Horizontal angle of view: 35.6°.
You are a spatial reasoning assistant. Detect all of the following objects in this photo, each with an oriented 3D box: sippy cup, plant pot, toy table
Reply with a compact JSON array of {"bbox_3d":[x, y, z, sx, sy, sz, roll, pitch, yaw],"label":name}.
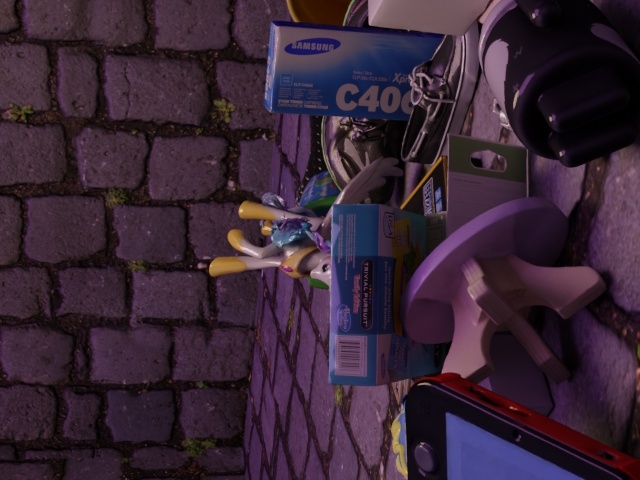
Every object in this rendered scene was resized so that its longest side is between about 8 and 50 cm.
[{"bbox_3d":[0.038,-0.050,2.365,0.305,0.240,0.224,-33,28,21],"label":"sippy cup"},{"bbox_3d":[0.059,-0.599,2.306,0.239,0.254,0.254,-78,-2,-62],"label":"plant pot"},{"bbox_3d":[0.248,0.082,1.362,0.274,0.252,0.161,-48,39,17],"label":"toy table"}]

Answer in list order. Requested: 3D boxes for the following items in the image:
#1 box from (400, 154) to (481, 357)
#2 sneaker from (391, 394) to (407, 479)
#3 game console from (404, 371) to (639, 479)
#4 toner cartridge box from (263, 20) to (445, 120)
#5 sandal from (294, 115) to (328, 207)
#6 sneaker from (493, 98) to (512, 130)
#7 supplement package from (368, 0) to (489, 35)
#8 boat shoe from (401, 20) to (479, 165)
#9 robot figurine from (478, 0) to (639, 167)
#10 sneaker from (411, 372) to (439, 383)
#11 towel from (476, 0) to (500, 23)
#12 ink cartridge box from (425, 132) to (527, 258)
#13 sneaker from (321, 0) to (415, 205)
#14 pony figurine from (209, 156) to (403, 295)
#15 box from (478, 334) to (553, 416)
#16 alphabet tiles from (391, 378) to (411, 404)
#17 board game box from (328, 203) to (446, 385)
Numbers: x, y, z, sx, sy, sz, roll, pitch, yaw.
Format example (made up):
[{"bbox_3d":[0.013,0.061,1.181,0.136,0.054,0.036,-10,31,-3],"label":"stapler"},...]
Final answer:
[{"bbox_3d":[0.224,0.043,1.796,0.257,0.079,0.322,127,143,-66],"label":"box"},{"bbox_3d":[0.185,0.364,1.888,0.240,0.091,0.126,-122,37,-70],"label":"sneaker"},{"bbox_3d":[0.250,0.364,1.224,0.386,0.060,0.342,22,119,47],"label":"game console"},{"bbox_3d":[0.074,-0.319,1.898,0.075,0.348,0.165,-122,36,-66],"label":"toner cartridge box"},{"bbox_3d":[0.038,-0.187,2.573,0.107,0.168,0.445,43,-127,-73],"label":"sandal"},{"bbox_3d":[0.304,-0.176,1.503,0.152,0.061,0.053,-114,31,-61],"label":"sneaker"},{"bbox_3d":[0.177,-0.509,1.619,0.177,0.175,0.293,127,144,-67],"label":"supplement package"},{"bbox_3d":[0.211,-0.275,1.832,0.113,0.105,0.306,-102,18,-47],"label":"boat shoe"},{"bbox_3d":[0.299,-0.212,1.264,0.278,0.174,0.209,-103,27,-49],"label":"robot figurine"},{"bbox_3d":[0.202,0.221,1.942,0.076,0.065,0.166,-66,21,15],"label":"sneaker"},{"bbox_3d":[0.302,-0.505,1.581,0.317,0.053,0.331,-115,30,-66],"label":"towel"},{"bbox_3d":[0.240,-0.033,1.513,0.056,0.171,0.235,-12,76,54],"label":"ink cartridge box"},{"bbox_3d":[0.108,-0.307,2.131,0.202,0.185,0.482,-139,50,-77],"label":"sneaker"},{"bbox_3d":[0.000,0.000,2.062,0.351,0.363,0.302,-40,-48,-44],"label":"pony figurine"},{"bbox_3d":[0.270,0.243,1.522,0.170,0.091,0.130,106,161,-49],"label":"box"},{"bbox_3d":[0.152,0.128,1.932,0.285,0.011,0.342,-104,16,-66],"label":"alphabet tiles"},{"bbox_3d":[0.114,0.083,1.534,0.336,0.079,0.253,7,-96,-66],"label":"board game box"}]
